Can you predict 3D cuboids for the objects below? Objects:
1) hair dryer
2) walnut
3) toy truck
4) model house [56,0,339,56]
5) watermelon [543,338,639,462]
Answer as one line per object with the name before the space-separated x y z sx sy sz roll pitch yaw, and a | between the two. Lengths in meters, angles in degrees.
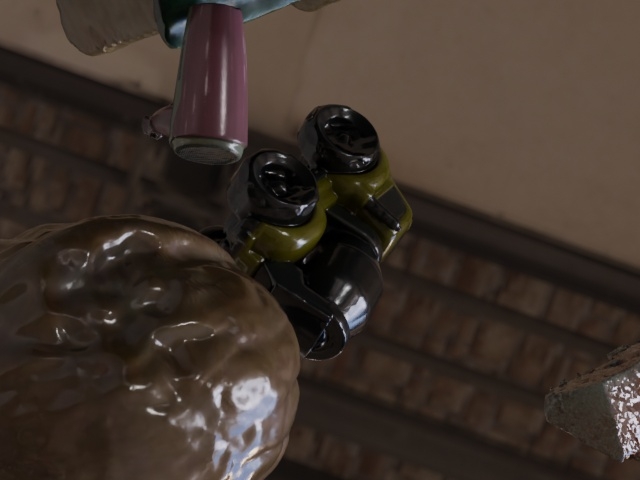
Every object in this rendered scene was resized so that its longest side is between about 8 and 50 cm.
hair dryer | -0.098 -0.098 1.347 0.154 0.054 0.106 -25 -119 61
walnut | -0.148 0.095 1.324 0.273 0.273 0.227 -50 130 -88
toy truck | 0.000 0.000 1.636 0.224 0.165 0.147 -40 168 -48
model house | -0.024 -0.326 1.426 0.382 0.335 0.342 -28 -169 -24
watermelon | 0.302 0.146 1.704 0.094 0.241 0.154 -18 -101 48
